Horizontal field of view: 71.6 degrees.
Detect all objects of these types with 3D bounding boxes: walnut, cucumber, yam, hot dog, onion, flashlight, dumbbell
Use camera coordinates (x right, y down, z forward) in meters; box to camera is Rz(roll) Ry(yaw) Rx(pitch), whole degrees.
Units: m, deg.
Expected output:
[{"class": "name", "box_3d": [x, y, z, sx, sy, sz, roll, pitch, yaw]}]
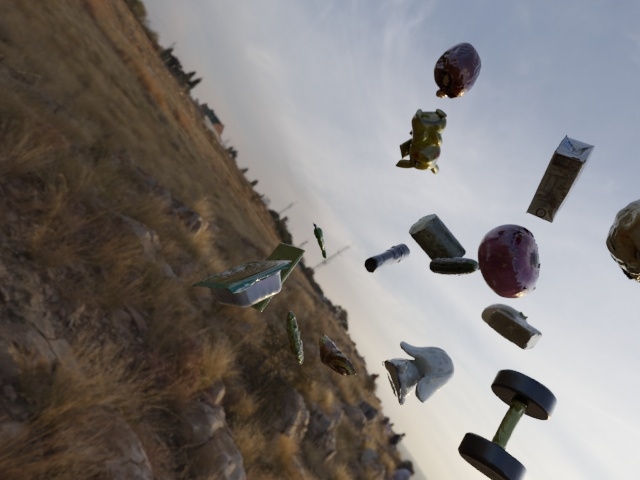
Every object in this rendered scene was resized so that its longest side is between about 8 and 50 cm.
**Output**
[{"class": "walnut", "box_3d": [0.688, -0.837, 2.227, 0.221, 0.269, 0.244, 39, -23, 19]}, {"class": "cucumber", "box_3d": [0.528, 0.102, 1.742, 0.075, 0.074, 0.241, 57, -22, -12]}, {"class": "yam", "box_3d": [0.541, 0.011, 2.043, 0.268, 0.161, 0.161, 52, -6, 2]}, {"class": "hot dog", "box_3d": [0.051, 0.517, 1.957, 0.261, 0.093, 0.123, 38, -18, 55]}, {"class": "onion", "box_3d": [0.888, 0.090, 2.129, 0.345, 0.358, 0.358, 27, -27, 53]}, {"class": "flashlight", "box_3d": [0.368, 0.093, 2.413, 0.103, 0.103, 0.423, 55, 32, 13]}, {"class": "dumbbell", "box_3d": [0.610, 0.606, 1.448, 0.203, 0.323, 0.204, 32, -21, 14]}]

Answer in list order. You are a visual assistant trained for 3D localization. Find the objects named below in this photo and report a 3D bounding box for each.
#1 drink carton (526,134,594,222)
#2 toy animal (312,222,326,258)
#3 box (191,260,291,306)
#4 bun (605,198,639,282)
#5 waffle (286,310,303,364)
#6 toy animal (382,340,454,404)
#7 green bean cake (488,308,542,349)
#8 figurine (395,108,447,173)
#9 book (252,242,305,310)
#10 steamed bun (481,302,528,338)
[{"class": "drink carton", "box_3d": [1.036, -0.263, 1.920, 0.132, 0.194, 0.325, 30, -42, 25]}, {"class": "toy animal", "box_3d": [-0.003, -0.012, 2.057, 0.075, 0.041, 0.217, -103, 178, -47]}, {"class": "box", "box_3d": [-0.268, 0.159, 1.578, 0.336, 0.264, 0.106, -6, -77, 54]}, {"class": "bun", "box_3d": [0.891, 0.023, 1.183, 0.287, 0.146, 0.287, 60, -11, 20]}, {"class": "waffle", "box_3d": [-0.117, 0.429, 1.965, 0.204, 0.054, 0.224, 80, -4, -62]}, {"class": "toy animal", "box_3d": [0.409, 0.539, 1.874, 0.249, 0.289, 0.174, 48, -26, 27]}, {"class": "green bean cake", "box_3d": [0.770, 0.351, 1.764, 0.109, 0.085, 0.179, 11, 20, -42]}, {"class": "figurine", "box_3d": [0.480, -0.456, 2.094, 0.169, 0.217, 0.327, -86, 179, -64]}, {"class": "book", "box_3d": [-0.233, 0.167, 2.100, 0.035, 0.352, 0.239, 46, -18, -29]}, {"class": "steamed bun", "box_3d": [0.969, 0.407, 2.299, 0.238, 0.153, 0.169, 43, 23, 26]}]
